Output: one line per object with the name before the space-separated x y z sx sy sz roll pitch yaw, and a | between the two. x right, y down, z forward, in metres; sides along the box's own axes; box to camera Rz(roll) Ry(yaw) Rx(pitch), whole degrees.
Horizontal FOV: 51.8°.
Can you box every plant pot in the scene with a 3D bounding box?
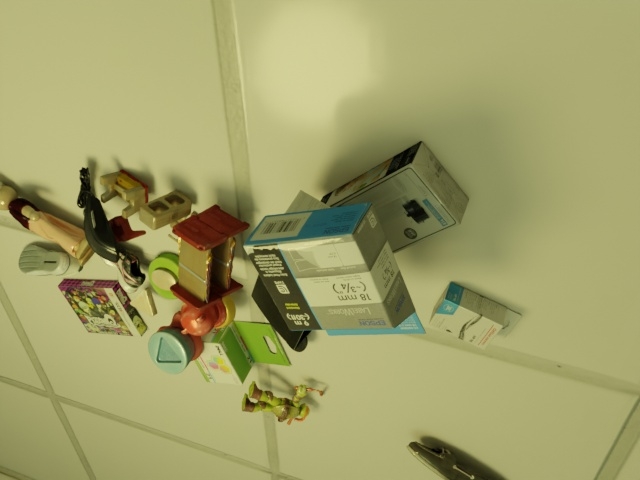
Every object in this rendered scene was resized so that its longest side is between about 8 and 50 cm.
plant pot | -0.055 0.110 1.575 0.167 0.187 0.188 35 138 10

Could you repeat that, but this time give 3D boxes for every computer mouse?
computer mouse | -0.578 -0.038 1.671 0.262 0.060 0.184 64 153 17

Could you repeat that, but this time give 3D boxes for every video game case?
video game case | -0.685 0.212 2.074 0.232 0.042 0.210 1 128 26

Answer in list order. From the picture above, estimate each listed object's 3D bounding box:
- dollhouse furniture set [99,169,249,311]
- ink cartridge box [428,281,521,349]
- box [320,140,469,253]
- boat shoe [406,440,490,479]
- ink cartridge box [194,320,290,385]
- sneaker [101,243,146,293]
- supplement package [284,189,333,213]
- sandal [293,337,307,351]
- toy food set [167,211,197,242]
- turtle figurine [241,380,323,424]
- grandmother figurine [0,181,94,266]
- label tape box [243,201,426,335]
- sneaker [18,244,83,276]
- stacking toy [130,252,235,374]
dollhouse furniture set | -0.366 -0.018 1.632 0.374 0.152 0.201 32 130 24
ink cartridge box | 0.354 0.182 1.511 0.180 0.060 0.104 24 136 4
box | 0.139 -0.063 1.374 0.290 0.087 0.169 -25 115 41
boat shoe | 0.402 0.673 1.933 0.335 0.095 0.112 38 171 -5
ink cartridge box | -0.242 0.329 1.920 0.255 0.097 0.189 0 129 28
sneaker | -0.541 0.053 1.828 0.077 0.072 0.178 -30 99 31
supplement package | 0.000 0.000 1.364 0.179 0.105 0.105 31 136 1
sandal | -0.077 0.222 1.787 0.067 0.040 0.179 -12 109 28
toy food set | -0.342 -0.039 1.689 0.078 0.019 0.122 36 127 -4
turtle figurine | -0.124 0.505 1.991 0.217 0.087 0.269 17 142 -14
grandmother figurine | -0.791 -0.057 1.844 0.342 0.104 0.208 33 149 -1
label tape box | 0.036 0.099 1.281 0.240 0.106 0.334 -6 125 32
sneaker | -0.812 0.074 1.978 0.258 0.094 0.091 8 167 38
stacking toy | -0.415 0.206 1.795 0.279 0.130 0.309 43 122 6
